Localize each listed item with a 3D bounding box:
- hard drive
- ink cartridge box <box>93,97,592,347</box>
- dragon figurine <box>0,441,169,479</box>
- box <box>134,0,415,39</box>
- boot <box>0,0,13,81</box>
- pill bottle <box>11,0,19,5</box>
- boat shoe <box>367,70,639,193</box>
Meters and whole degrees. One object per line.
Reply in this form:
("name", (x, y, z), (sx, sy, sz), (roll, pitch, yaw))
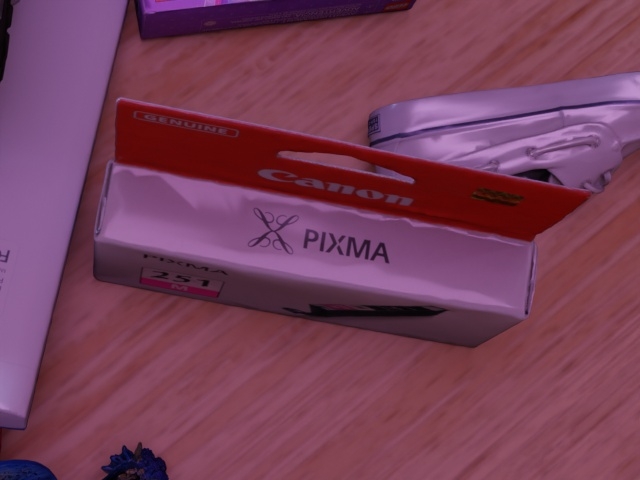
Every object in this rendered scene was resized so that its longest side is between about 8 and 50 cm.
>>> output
("hard drive", (-0.257, -0.052, 0.941), (0.210, 0.040, 0.318), (12, 64, -6))
("ink cartridge box", (0.000, 0.000, 0.903), (0.275, 0.239, 0.060), (11, 77, -6))
("dragon figurine", (-0.181, 0.184, 0.859), (0.085, 0.289, 0.144), (46, 104, 26))
("box", (-0.051, -0.299, 1.050), (0.201, 0.057, 0.293), (-8, 80, -11))
("boot", (-0.271, -0.249, 0.812), (0.223, 0.118, 0.338), (7, 73, -8))
("pill bottle", (-0.287, -0.184, 0.909), (0.187, 0.112, 0.112), (-15, 81, -17))
("boat shoe", (0.164, -0.063, 1.026), (0.258, 0.095, 0.084), (-7, 84, 1))
